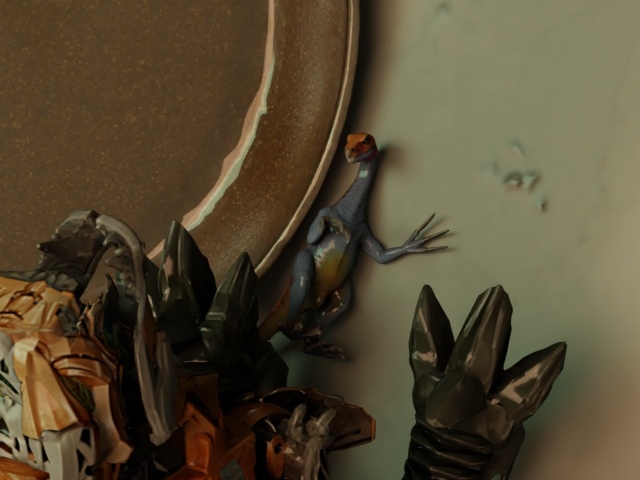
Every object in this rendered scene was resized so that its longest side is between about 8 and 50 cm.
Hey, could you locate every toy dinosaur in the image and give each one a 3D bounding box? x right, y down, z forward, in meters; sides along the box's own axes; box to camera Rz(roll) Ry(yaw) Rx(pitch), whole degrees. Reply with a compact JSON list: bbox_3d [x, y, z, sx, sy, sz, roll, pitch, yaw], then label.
[{"bbox_3d":[0.000,0.000,0.766,0.090,0.047,0.082,-7,65,38],"label":"toy dinosaur"},{"bbox_3d":[-0.045,0.111,0.663,0.164,0.218,0.322,26,141,10],"label":"toy dinosaur"}]

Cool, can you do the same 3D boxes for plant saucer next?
[{"bbox_3d":[-0.141,-0.087,0.765,0.310,0.050,0.310,-1,99,-5],"label":"plant saucer"}]
